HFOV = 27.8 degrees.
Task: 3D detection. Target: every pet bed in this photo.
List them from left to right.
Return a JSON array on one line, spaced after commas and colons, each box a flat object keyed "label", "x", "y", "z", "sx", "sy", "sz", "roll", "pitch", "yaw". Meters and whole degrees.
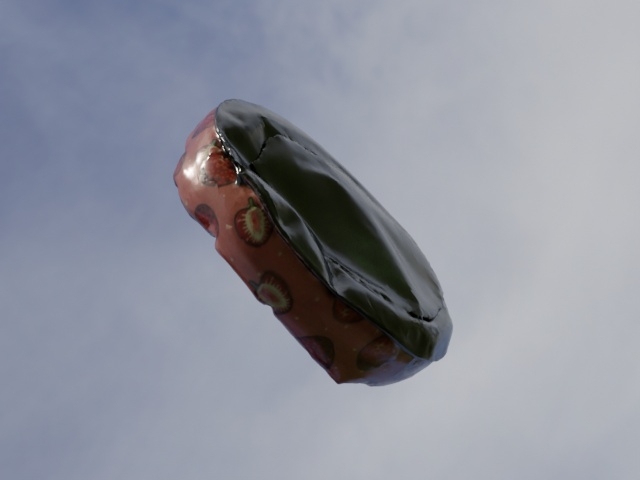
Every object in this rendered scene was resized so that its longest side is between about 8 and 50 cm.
[{"label": "pet bed", "x": 0.000, "y": 0.000, "z": 0.719, "sx": 0.201, "sy": 0.053, "sz": 0.201, "roll": 44, "pitch": -165, "yaw": -15}]
